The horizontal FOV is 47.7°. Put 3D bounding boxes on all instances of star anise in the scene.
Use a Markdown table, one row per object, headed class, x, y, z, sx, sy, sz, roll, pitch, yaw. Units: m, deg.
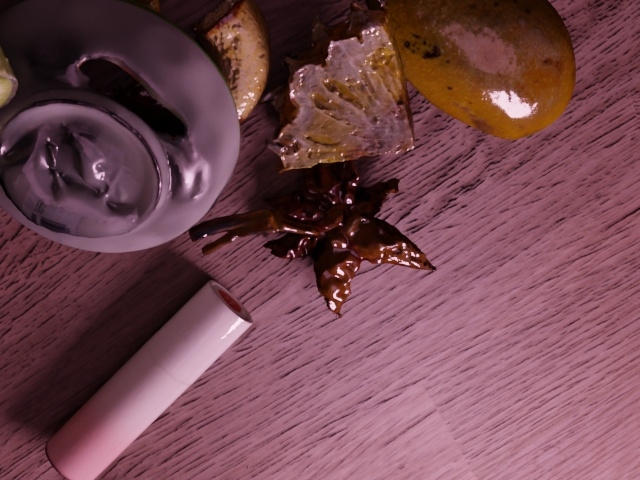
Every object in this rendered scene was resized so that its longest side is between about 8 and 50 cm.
| class | x | y | z | sx | sy | sz | roll | pitch | yaw |
| --- | --- | --- | --- | --- | --- | --- | --- | --- | --- |
| star anise | -0.007 | -0.004 | 0.972 | 0.346 | 0.148 | 0.237 | 7 | 106 | -29 |

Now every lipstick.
| class | x | y | z | sx | sy | sz | roll | pitch | yaw |
| --- | --- | --- | --- | --- | --- | --- | --- | --- | --- |
| lipstick | -0.239 | 0.198 | 1.010 | 0.327 | 0.087 | 0.087 | -44 | 116 | 3 |

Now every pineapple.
| class | x | y | z | sx | sy | sz | roll | pitch | yaw |
| --- | --- | --- | --- | --- | --- | --- | --- | --- | --- |
| pineapple | 0.034 | -0.173 | 0.888 | 0.186 | 0.114 | 0.236 | 33 | 128 | -15 |

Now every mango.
| class | x | y | z | sx | sy | sz | roll | pitch | yaw |
| --- | --- | --- | --- | --- | --- | --- | --- | --- | --- |
| mango | 0.188 | -0.262 | 0.925 | 0.330 | 0.176 | 0.176 | 29 | 57 | -24 |

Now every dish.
| class | x | y | z | sx | sy | sz | roll | pitch | yaw |
| --- | --- | --- | --- | --- | --- | --- | --- | --- | --- |
| dish | -0.256 | -0.098 | 0.808 | 0.324 | 0.124 | 0.324 | 0 | 128 | 1 |

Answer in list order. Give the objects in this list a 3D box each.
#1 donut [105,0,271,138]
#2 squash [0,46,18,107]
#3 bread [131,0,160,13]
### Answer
| class | x | y | z | sx | sy | sz | roll | pitch | yaw |
| --- | --- | --- | --- | --- | --- | --- | --- | --- | --- |
| donut | -0.136 | -0.199 | 0.890 | 0.217 | 0.085 | 0.141 | -44 | 116 | 3 |
| squash | -0.471 | -0.261 | 0.612 | 0.263 | 0.263 | 0.384 | -26 | 97 | -6 |
| bread | -0.240 | -0.326 | 0.800 | 0.132 | 0.103 | 0.172 | 0 | 109 | -18 |
